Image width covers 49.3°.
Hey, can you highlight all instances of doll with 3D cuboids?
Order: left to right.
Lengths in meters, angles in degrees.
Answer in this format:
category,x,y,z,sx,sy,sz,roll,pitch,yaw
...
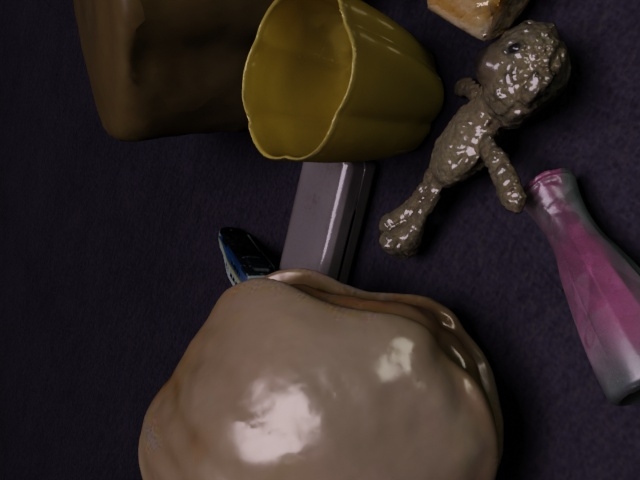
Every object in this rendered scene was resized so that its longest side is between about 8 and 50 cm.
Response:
category,x,y,z,sx,sy,sz,roll,pitch,yaw
doll,0.150,-0.105,0.739,0.286,0.091,0.203,-43,24,63

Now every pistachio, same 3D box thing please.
category,x,y,z,sx,sy,sz,roll,pitch,yaw
pistachio,-0.015,0.211,0.787,0.445,0.281,0.366,-18,83,28

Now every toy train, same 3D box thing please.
category,x,y,z,sx,sy,sz,roll,pitch,yaw
toy train,-0.111,0.033,1.018,0.234,0.052,0.051,-139,54,-64

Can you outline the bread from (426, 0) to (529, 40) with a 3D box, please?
category,x,y,z,sx,sy,sz,roll,pitch,yaw
bread,0.168,-0.275,0.710,0.106,0.082,0.125,39,139,27

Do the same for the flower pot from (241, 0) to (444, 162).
category,x,y,z,sx,sy,sz,roll,pitch,yaw
flower pot,0.035,-0.173,0.797,0.195,0.179,0.195,-6,83,49

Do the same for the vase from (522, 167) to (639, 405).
category,x,y,z,sx,sy,sz,roll,pitch,yaw
vase,0.248,0.032,0.623,0.086,0.086,0.214,-46,51,38

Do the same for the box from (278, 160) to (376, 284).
category,x,y,z,sx,sy,sz,roll,pitch,yaw
box,0.000,0.000,0.926,0.103,0.055,0.244,28,111,47

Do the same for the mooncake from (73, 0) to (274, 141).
category,x,y,z,sx,sy,sz,roll,pitch,yaw
mooncake,-0.202,-0.369,0.970,0.467,0.262,0.468,33,128,56
